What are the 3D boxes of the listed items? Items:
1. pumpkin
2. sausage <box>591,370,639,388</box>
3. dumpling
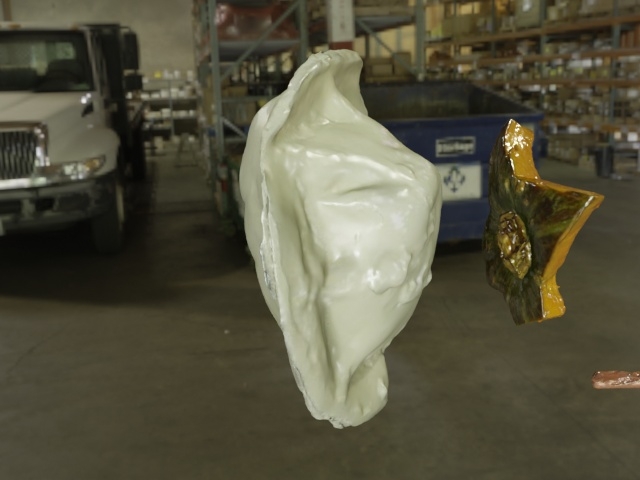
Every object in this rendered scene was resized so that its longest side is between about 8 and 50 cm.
[{"bbox_3d":[0.303,-0.002,1.126,0.095,0.290,0.258,-6,35,-6],"label":"pumpkin"},{"bbox_3d":[0.626,0.281,1.544,0.158,0.042,0.036,0,-31,13],"label":"sausage"},{"bbox_3d":[0.000,0.000,0.778,0.233,0.395,0.315,0,5,24],"label":"dumpling"}]
